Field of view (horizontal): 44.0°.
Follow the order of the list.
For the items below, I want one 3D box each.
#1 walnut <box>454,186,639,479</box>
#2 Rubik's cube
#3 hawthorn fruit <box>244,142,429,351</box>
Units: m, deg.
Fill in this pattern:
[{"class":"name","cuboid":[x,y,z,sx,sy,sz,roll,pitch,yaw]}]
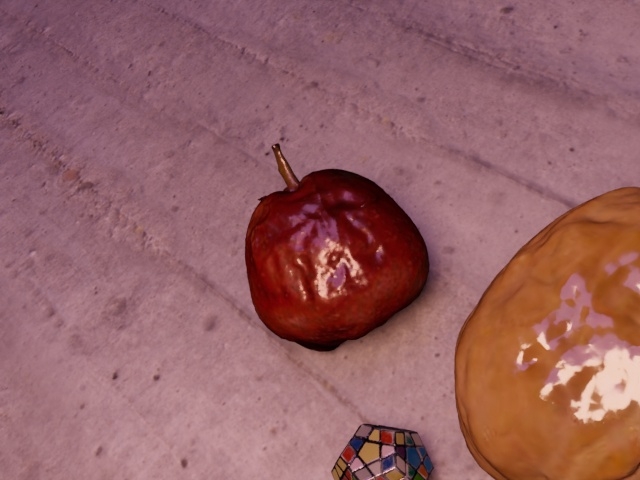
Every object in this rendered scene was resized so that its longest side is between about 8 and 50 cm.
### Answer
[{"class":"walnut","cuboid":[0.298,0.112,0.754,0.306,0.306,0.344,24,66,36]},{"class":"Rubik's cube","cuboid":[0.068,0.251,0.865,0.111,0.111,0.093,3,78,25]},{"class":"hawthorn fruit","cuboid":[0.000,0.000,1.008,0.230,0.210,0.266,-31,82,15]}]
